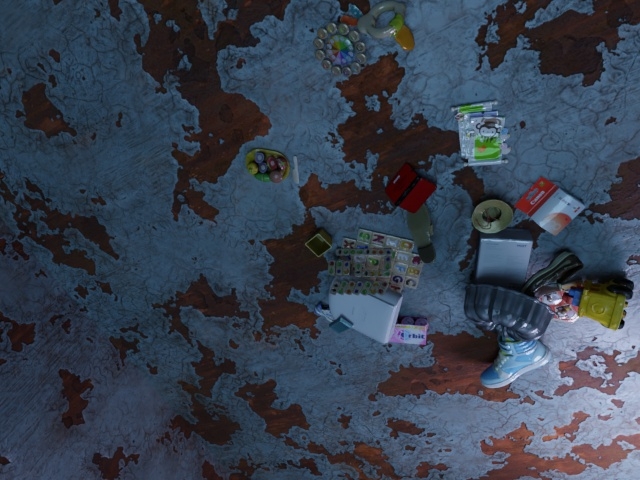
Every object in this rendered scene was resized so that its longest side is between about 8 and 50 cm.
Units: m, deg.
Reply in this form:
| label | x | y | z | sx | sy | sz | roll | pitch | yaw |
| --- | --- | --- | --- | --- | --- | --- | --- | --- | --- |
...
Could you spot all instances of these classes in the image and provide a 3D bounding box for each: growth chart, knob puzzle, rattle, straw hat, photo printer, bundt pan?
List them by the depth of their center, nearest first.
| label | x | y | z | sx | sy | sz | roll | pitch | yaw |
| --- | --- | --- | --- | --- | --- | --- | --- | --- | --- |
| rattle | 0.181 | -0.666 | 1.457 | 0.199 | 0.143 | 0.130 | 3 | 90 | 30 |
| growth chart | 0.543 | -0.355 | 1.558 | 0.172 | 0.021 | 0.237 | -10 | 119 | 19 |
| straw hat | 0.616 | -0.100 | 1.671 | 0.144 | 0.061 | 0.144 | 10 | 127 | 14 |
| bundt pan | 0.687 | 0.281 | 1.738 | 0.331 | 0.124 | 0.331 | 22 | 165 | 6 |
| knob puzzle | 0.960 | 0.256 | 1.819 | 0.213 | 0.030 | 0.213 | 6 | 122 | 10 |
| photo printer | 0.174 | 0.269 | 1.949 | 0.307 | 0.107 | 0.256 | 24 | 133 | 21 |

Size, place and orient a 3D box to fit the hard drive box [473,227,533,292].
| label | x | y | z | sx | sy | sz | roll | pitch | yaw |
| --- | --- | --- | --- | --- | --- | --- | --- | --- | --- |
| hard drive box | 0.680 | 0.073 | 1.744 | 0.181 | 0.089 | 0.232 | 4 | 122 | 12 |

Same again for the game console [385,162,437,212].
| label | x | y | z | sx | sy | sz | roll | pitch | yaw |
| --- | --- | --- | --- | --- | --- | --- | --- | --- | --- |
| game console | 0.329 | -0.191 | 1.703 | 0.144 | 0.085 | 0.124 | -54 | 53 | 33 |

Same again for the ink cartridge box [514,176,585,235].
| label | x | y | z | sx | sy | sz | roll | pitch | yaw |
| --- | --- | --- | --- | --- | --- | --- | --- | --- | --- |
| ink cartridge box | 0.800 | -0.119 | 1.622 | 0.179 | 0.045 | 0.145 | 29 | 123 | -7 |

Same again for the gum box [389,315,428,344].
| label | x | y | z | sx | sy | sz | roll | pitch | yaw |
| --- | --- | --- | --- | --- | --- | --- | --- | --- | --- |
| gum box | 0.378 | 0.391 | 2.037 | 0.188 | 0.062 | 0.107 | 2 | 121 | 15 |

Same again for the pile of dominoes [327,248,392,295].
| label | x | y | z | sx | sy | sz | roll | pitch | yaw |
| --- | --- | --- | --- | --- | --- | --- | --- | --- | --- |
| pile of dominoes | 0.155 | 0.122 | 1.852 | 0.251 | 0.196 | 0.040 | 0 | 163 | 16 |

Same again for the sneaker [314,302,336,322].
| label | x | y | z | sx | sy | sz | roll | pitch | yaw |
| --- | --- | --- | --- | --- | --- | --- | --- | --- | --- |
| sneaker | 0.040 | 0.325 | 2.095 | 0.135 | 0.052 | 0.058 | 25 | 120 | -2 |

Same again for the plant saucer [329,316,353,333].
| label | x | y | z | sx | sy | sz | roll | pitch | yaw |
| --- | --- | --- | --- | --- | --- | --- | --- | --- | --- |
| plant saucer | 0.086 | 0.375 | 2.029 | 0.067 | 0.018 | 0.192 | 33 | 156 | -2 |

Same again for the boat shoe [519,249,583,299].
| label | x | y | z | sx | sy | sz | roll | pitch | yaw |
| --- | --- | --- | --- | --- | --- | --- | --- | --- | --- |
| boat shoe | 0.840 | 0.151 | 1.691 | 0.095 | 0.095 | 0.257 | 32 | 106 | -37 |

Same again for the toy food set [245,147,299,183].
| label | x | y | z | sx | sy | sz | roll | pitch | yaw |
| --- | --- | --- | --- | --- | --- | --- | --- | --- | --- |
| toy food set | -0.192 | -0.274 | 1.773 | 0.218 | 0.071 | 0.128 | 10 | 123 | 9 |

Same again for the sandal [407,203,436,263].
| label | x | y | z | sx | sy | sz | roll | pitch | yaw |
| --- | --- | --- | --- | --- | --- | --- | --- | --- | --- |
| sandal | 0.390 | -0.029 | 1.763 | 0.088 | 0.079 | 0.240 | -14 | 82 | 22 |

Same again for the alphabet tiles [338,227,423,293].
| label | x | y | z | sx | sy | sz | roll | pitch | yaw |
| --- | --- | --- | --- | --- | --- | --- | --- | --- | --- |
| alphabet tiles | 0.246 | 0.094 | 1.920 | 0.342 | 0.011 | 0.285 | 13 | 123 | 7 |

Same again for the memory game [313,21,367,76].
| label | x | y | z | sx | sy | sz | roll | pitch | yaw |
| --- | --- | --- | --- | --- | --- | --- | --- | --- | --- |
| memory game | 0.061 | -0.612 | 1.495 | 0.186 | 0.012 | 0.186 | 18 | 143 | 14 |

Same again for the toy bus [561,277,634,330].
| label | x | y | z | sx | sy | sz | roll | pitch | yaw |
| --- | --- | --- | --- | --- | --- | --- | --- | --- | --- |
| toy bus | 1.007 | 0.210 | 1.695 | 0.211 | 0.220 | 0.149 | 14 | 112 | 34 |

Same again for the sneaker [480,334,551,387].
| label | x | y | z | sx | sy | sz | roll | pitch | yaw |
| --- | --- | --- | --- | --- | --- | --- | --- | --- | --- |
| sneaker | 0.772 | 0.479 | 1.954 | 0.319 | 0.127 | 0.208 | -39 | 107 | 21 |

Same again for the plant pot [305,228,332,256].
| label | x | y | z | sx | sy | sz | roll | pitch | yaw |
| --- | --- | --- | --- | --- | --- | --- | --- | --- | --- |
| plant pot | 0.000 | 0.000 | 1.883 | 0.081 | 0.083 | 0.081 | 44 | 121 | -14 |
